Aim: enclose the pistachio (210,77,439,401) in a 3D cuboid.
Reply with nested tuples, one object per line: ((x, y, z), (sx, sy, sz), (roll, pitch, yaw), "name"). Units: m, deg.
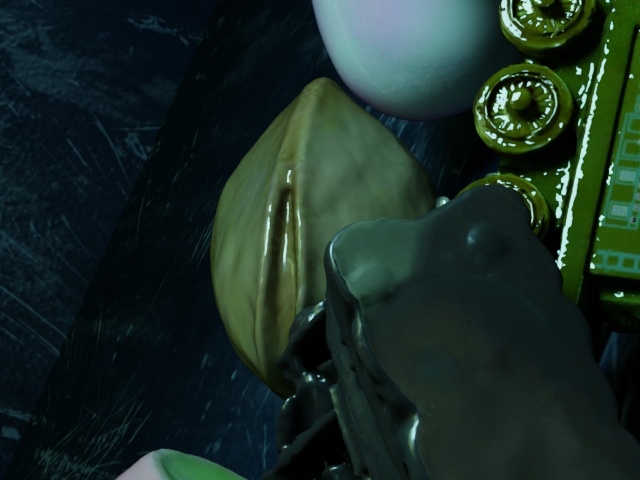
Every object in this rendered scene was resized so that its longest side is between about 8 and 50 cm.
((0.000, 0.000, 1.131), (0.260, 0.163, 0.212), (-53, -47, -79), "pistachio")

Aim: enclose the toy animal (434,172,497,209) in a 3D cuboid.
((0.083, 0.056, 0.966), (0.255, 0.090, 0.169), (130, 149, -59), "toy animal")

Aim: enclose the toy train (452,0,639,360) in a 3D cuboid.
((0.146, -0.045, 0.818), (0.090, 0.137, 0.225), (58, -138, -61), "toy train")

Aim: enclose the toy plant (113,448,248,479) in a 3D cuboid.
((-0.110, 0.315, 0.964), (0.317, 0.210, 0.356), (38, 88, 32), "toy plant")

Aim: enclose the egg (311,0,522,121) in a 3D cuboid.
((0.083, -0.213, 1.196), (0.196, 0.196, 0.271), (-42, 17, 56), "egg")

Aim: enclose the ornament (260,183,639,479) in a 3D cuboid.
((0.037, 0.129, 0.791), (0.260, 0.106, 0.251), (-42, 65, 57), "ornament")
